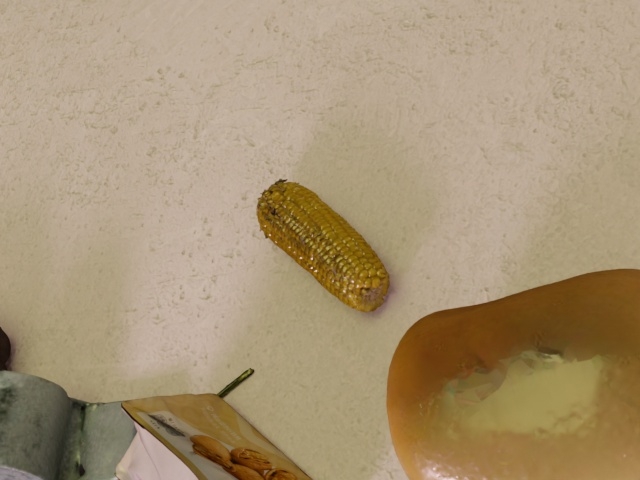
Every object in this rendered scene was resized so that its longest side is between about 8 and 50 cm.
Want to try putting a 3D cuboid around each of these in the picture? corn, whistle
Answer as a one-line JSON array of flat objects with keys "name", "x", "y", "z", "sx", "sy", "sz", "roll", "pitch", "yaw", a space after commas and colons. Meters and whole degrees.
[{"name": "corn", "x": 0.000, "y": 0.000, "z": 1.710, "sx": 0.115, "sy": 0.115, "sz": 0.318, "roll": -47, "pitch": 50, "yaw": -3}, {"name": "whistle", "x": -0.444, "y": 0.337, "z": 1.749, "sx": 0.404, "sy": 0.188, "sz": 0.168, "roll": 6, "pitch": 56, "yaw": -3}]

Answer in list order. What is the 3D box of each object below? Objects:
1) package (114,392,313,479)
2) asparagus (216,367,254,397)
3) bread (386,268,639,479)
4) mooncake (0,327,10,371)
[{"name": "package", "x": -0.153, "y": 0.373, "z": 1.545, "sx": 0.311, "sy": 0.221, "sz": 0.165, "roll": 34, "pitch": 107, "yaw": 37}, {"name": "asparagus", "x": -0.172, "y": 0.260, "z": 1.714, "sx": 0.166, "sy": 0.013, "sz": 0.016, "roll": -40, "pitch": 40, "yaw": 3}, {"name": "bread", "x": 0.277, "y": 0.210, "z": 1.334, "sx": 0.375, "sy": 0.253, "sz": 0.348, "roll": -14, "pitch": 60, "yaw": 24}, {"name": "mooncake", "x": -0.713, "y": 0.249, "z": 1.942, "sx": 0.306, "sy": 0.154, "sz": 0.306, "roll": -14, "pitch": 57, "yaw": 21}]
